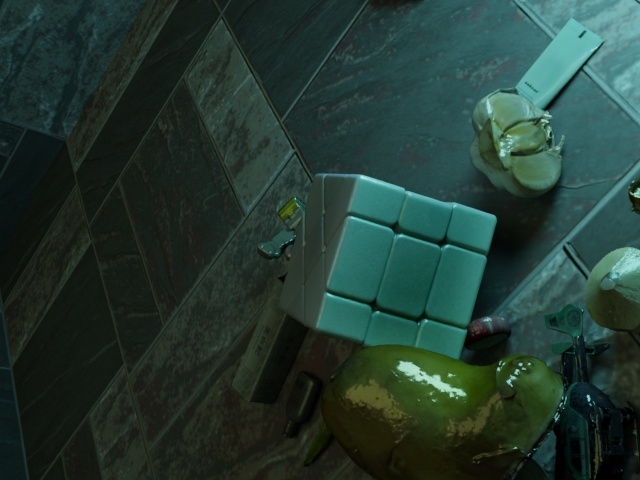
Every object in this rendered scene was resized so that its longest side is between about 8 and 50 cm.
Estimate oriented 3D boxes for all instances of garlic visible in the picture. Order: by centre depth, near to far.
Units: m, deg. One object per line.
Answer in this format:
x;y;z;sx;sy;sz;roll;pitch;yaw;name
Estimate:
0.385;-0.182;1.734;0.143;0.177;0.230;-48;61;54;garlic

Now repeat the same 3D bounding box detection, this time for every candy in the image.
0.331;0.186;1.717;0.103;0.103;0.043;-37;57;36;candy

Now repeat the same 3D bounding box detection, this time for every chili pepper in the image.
0.005;0.468;2.057;0.049;0.043;0.208;33;104;37;chili pepper

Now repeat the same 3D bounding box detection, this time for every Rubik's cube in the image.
0.127;0.053;1.773;0.318;0.315;0.322;-165;90;-73;Rubik's cube

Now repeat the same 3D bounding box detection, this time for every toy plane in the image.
0.468;0.299;1.526;0.155;0.106;0.382;-24;65;57;toy plane

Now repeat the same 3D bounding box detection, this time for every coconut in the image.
0.535;0.088;1.470;0.147;0.152;0.147;-18;65;43;coconut

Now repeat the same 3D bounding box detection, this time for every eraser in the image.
-0.099;0.227;2.217;0.096;0.098;0.404;35;106;46;eraser

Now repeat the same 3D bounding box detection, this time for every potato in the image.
0.187;0.292;1.523;0.397;0.296;0.290;-42;11;44;potato

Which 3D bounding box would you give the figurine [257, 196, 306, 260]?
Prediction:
0.004;0.001;2.079;0.308;0.143;0.309;-18;36;13;figurine

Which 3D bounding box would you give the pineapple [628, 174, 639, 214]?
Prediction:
0.648;-0.101;1.453;0.236;0.114;0.186;-10;70;37;pineapple

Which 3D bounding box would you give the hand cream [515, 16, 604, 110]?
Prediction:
0.448;-0.315;1.793;0.321;0.067;0.109;-53;42;18;hand cream

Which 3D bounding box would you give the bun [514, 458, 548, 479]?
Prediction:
0.315;0.504;1.540;0.152;0.259;0.259;48;119;10;bun

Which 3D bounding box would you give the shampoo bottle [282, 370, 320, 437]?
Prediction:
-0.053;0.414;2.145;0.080;0.040;0.165;27;99;49;shampoo bottle
